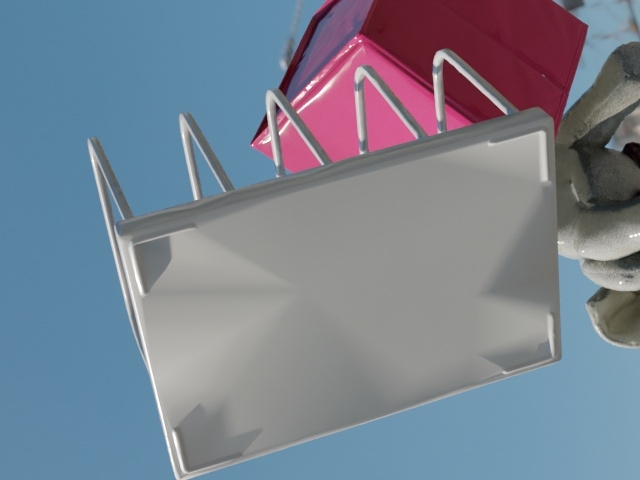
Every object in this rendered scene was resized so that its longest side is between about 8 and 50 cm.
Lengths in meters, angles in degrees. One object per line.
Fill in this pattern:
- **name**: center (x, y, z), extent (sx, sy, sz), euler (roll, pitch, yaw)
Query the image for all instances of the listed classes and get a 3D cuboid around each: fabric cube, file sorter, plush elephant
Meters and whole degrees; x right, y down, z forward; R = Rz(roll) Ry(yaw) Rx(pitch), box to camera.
- **fabric cube**: center (0.117, -0.181, 1.592), extent (0.258, 0.254, 0.259), euler (34, -129, -14)
- **file sorter**: center (0.000, 0.000, 0.927), extent (0.173, 0.278, 0.193), euler (-122, 20, -55)
- **plush elephant**: center (0.372, -0.023, 1.666), extent (0.255, 0.330, 0.272), euler (18, -135, -40)
